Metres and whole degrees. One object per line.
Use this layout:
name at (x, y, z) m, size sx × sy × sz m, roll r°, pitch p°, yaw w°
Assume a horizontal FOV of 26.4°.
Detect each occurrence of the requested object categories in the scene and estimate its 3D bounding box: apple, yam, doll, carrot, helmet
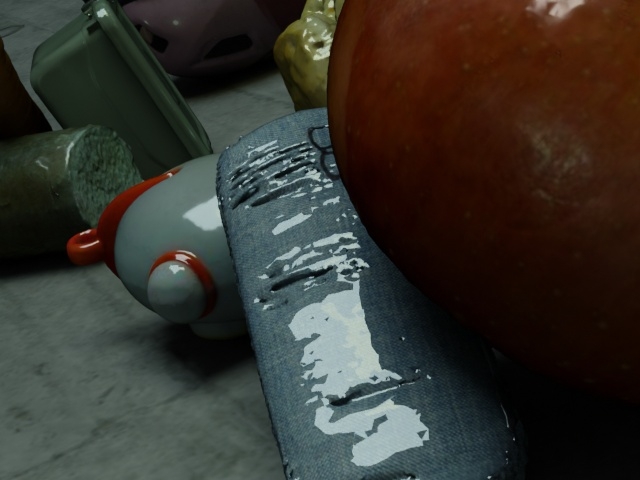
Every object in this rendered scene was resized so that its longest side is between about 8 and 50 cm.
apple at (0.134, -0.057, 0.605) m, size 0.251 × 0.206 × 0.272 m, roll -1°, pitch 51°, yaw -41°
yam at (-0.270, -0.032, 1.082) m, size 0.259 × 0.106 × 0.106 m, roll -7°, pitch 24°, yaw 24°
doll at (0.000, 0.000, 0.821) m, size 0.336 × 0.105 × 0.200 m, roll -2°, pitch 27°, yaw 15°
carrot at (-0.256, -0.098, 1.112) m, size 0.069 × 0.069 × 0.336 m, roll -21°, pitch -11°, yaw -10°
helmet at (-0.091, -0.248, 1.419) m, size 0.253 × 0.154 × 0.198 m, roll -3°, pitch -2°, yaw -14°

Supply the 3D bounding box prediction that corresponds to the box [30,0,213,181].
box at (-0.170, -0.114, 1.138) m, size 0.093 × 0.172 × 0.124 m, roll -32°, pitch 20°, yaw 3°

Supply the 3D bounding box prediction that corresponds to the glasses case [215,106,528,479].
glasses case at (0.017, 0.031, 0.667) m, size 0.109 × 0.067 × 0.282 m, roll -17°, pitch 43°, yaw 0°

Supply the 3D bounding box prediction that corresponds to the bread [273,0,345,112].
bread at (0.059, -0.162, 0.995) m, size 0.244 × 0.134 × 0.244 m, roll -53°, pitch 10°, yaw 14°
